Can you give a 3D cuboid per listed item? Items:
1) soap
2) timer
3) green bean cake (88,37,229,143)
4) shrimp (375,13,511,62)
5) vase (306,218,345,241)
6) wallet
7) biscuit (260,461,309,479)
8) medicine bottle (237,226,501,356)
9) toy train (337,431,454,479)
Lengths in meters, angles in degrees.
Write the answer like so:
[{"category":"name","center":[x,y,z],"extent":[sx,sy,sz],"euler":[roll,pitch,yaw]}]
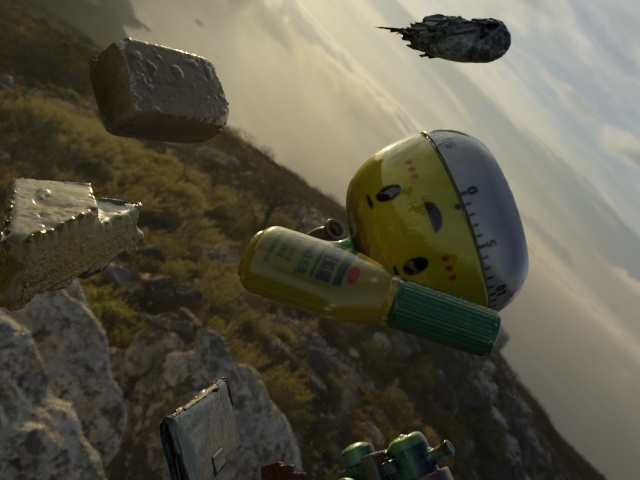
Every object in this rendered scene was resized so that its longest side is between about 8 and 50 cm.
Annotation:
[{"category":"soap","center":[-0.495,0.013,1.235],"extent":[0.304,0.169,0.339],"euler":[4,25,-27]},{"category":"timer","center":[0.106,0.003,0.795],"extent":[0.285,0.285,0.285],"euler":[40,16,-14]},{"category":"green bean cake","center":[-0.215,-0.199,0.821],"extent":[0.179,0.085,0.109],"euler":[-5,76,-56]},{"category":"shrimp","center":[0.202,-0.347,1.007],"extent":[0.232,0.079,0.090],"euler":[13,-12,15]},{"category":"vase","center":[0.000,0.000,1.117],"extent":[0.053,0.100,0.053],"euler":[20,53,-28]},{"category":"wallet","center":[-0.241,0.402,1.243],"extent":[0.317,0.044,0.169],"euler":[-5,82,-81]},{"category":"biscuit","center":[-0.067,0.457,1.100],"extent":[0.019,0.120,0.130],"euler":[17,12,-46]},{"category":"medicine bottle","center":[0.048,0.053,0.602],"extent":[0.260,0.064,0.095],"euler":[19,35,13]},{"category":"toy train","center":[0.148,0.441,0.917],"extent":[0.150,0.221,0.305],"euler":[12,48,-55]}]
